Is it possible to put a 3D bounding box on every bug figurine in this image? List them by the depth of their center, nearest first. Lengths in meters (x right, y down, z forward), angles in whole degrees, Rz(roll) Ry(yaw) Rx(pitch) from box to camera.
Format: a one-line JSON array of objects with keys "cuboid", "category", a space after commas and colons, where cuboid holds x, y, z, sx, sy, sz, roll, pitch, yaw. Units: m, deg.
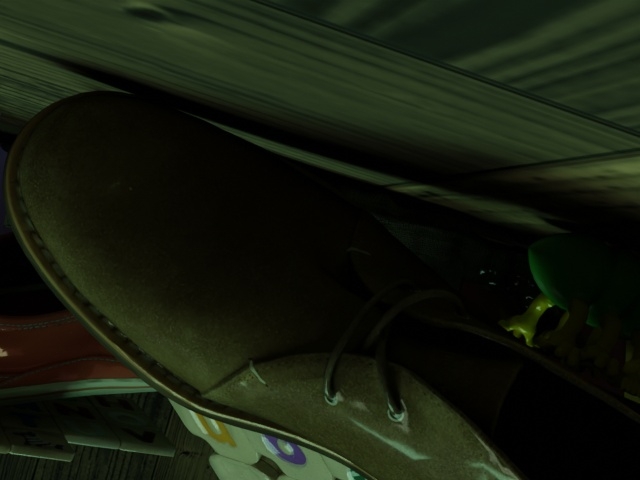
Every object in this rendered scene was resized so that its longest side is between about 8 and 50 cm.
[{"cuboid": [0.194, 0.053, 0.428, 0.216, 0.072, 0.279, 23, 180, -10], "category": "bug figurine"}]

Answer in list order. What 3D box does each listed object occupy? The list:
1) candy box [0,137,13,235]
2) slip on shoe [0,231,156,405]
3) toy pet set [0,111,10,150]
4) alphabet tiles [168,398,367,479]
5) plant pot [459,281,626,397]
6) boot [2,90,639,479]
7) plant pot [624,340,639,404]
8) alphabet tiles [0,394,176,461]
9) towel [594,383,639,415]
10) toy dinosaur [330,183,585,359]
[{"cuboid": [-0.259, 0.004, 0.836, 0.196, 0.164, 0.070, 16, -176, 11], "category": "candy box"}, {"cuboid": [-0.115, 0.031, 0.742, 0.332, 0.101, 0.123, -7, -138, -27], "category": "slip on shoe"}, {"cuboid": [-0.164, -0.052, 0.653, 0.114, 0.065, 0.122, 52, -172, 23], "category": "toy pet set"}, {"cuboid": [0.038, 0.137, 0.602, 0.284, 0.021, 0.278, 7, 135, 40], "category": "alphabet tiles"}, {"cuboid": [0.121, 0.112, 0.751, 0.201, 0.180, 0.201, 16, 176, 1], "category": "plant pot"}, {"cuboid": [0.020, 0.033, 0.409, 0.305, 0.112, 0.115, 36, 159, -1], "category": "boot"}, {"cuboid": [0.338, 0.206, 1.076, 0.212, 0.212, 0.187, 18, -163, -30], "category": "plant pot"}, {"cuboid": [-0.224, 0.108, 0.750, 0.237, 0.009, 0.198, 13, -177, -26], "category": "alphabet tiles"}, {"cuboid": [0.127, 0.081, 0.503, 0.067, 0.029, 0.119, 25, 179, -38], "category": "towel"}, {"cuboid": [0.000, 0.000, 0.551, 0.268, 0.064, 0.118, 18, 161, -18], "category": "toy dinosaur"}]
